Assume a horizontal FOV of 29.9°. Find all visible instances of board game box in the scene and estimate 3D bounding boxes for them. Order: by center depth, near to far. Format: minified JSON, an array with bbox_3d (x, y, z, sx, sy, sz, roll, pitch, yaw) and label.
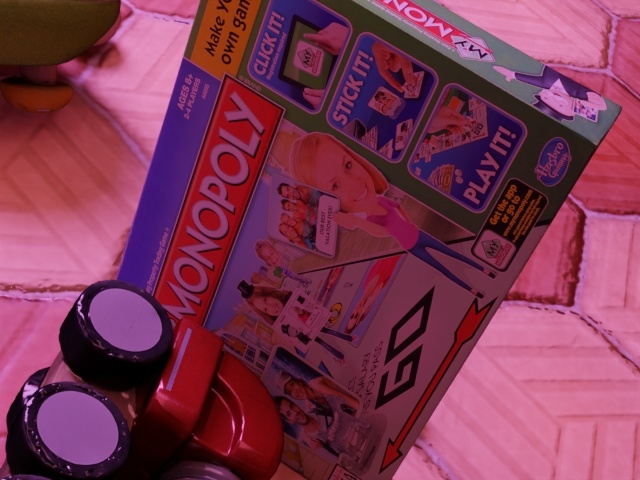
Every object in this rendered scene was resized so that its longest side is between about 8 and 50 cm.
[{"bbox_3d":[0.000,0.000,0.683,0.214,0.317,0.046,31,41,9],"label":"board game box"}]

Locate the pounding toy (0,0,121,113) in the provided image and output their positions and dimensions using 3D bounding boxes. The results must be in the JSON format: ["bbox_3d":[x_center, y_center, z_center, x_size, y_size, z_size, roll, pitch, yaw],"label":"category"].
[{"bbox_3d":[-0.245,-0.144,0.911,0.183,0.110,0.237,5,13,-6],"label":"pounding toy"}]

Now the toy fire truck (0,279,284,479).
[{"bbox_3d":[-0.055,0.154,0.635,0.246,0.158,0.217,30,38,-12],"label":"toy fire truck"}]
